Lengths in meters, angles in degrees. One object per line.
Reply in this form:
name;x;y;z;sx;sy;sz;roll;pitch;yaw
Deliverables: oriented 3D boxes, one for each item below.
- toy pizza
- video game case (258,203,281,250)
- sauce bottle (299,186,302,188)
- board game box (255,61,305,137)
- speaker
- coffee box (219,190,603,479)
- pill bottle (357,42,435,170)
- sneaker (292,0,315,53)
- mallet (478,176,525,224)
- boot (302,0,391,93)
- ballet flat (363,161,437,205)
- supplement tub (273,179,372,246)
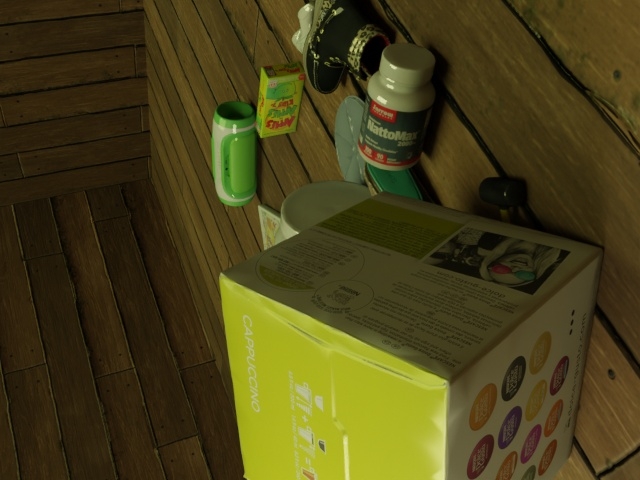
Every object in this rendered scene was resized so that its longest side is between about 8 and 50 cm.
toy pizza;0.080;-0.178;1.348;0.201;0.032;0.202;167;90;-71
video game case;-0.122;0.016;2.015;0.227;0.026;0.207;-149;49;-63
sauce bottle;-0.040;-0.070;1.720;0.042;0.042;0.128;-124;30;-44
board game box;-0.095;-0.325;1.632;0.181;0.092;0.043;104;145;-51
speaker;-0.246;-0.247;2.031;0.131;0.131;0.297;-123;28;-42
coffee box;0.112;0.172;0.904;0.338;0.334;0.338;20;125;39
pill bottle;0.122;-0.210;1.105;0.180;0.107;0.108;97;151;-44
sneaker;-0.016;-0.428;1.430;0.061;0.053;0.152;61;163;14
mallet;0.268;0.003;0.971;0.062;0.039;0.190;4;111;67
boot;0.044;-0.328;1.273;0.179;0.085;0.237;59;153;34
ballet flat;0.163;-0.016;1.167;0.106;0.107;0.316;71;180;-61
supplement tub;0.027;0.067;1.345;0.228;0.228;0.316;-127;28;-48
